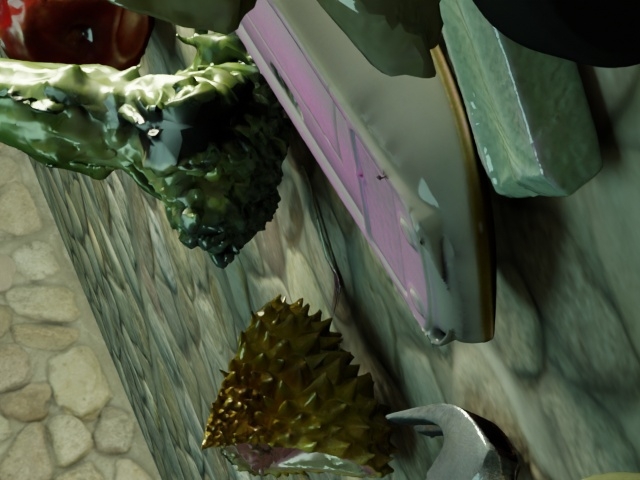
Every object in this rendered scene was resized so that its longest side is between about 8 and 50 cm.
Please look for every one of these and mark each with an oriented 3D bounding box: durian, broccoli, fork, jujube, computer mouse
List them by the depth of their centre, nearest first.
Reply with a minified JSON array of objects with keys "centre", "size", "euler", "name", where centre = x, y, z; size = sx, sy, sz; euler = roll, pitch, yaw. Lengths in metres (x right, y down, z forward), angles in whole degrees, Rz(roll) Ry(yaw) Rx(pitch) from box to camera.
[{"centre":[0.020,-0.085,0.883],"size":[0.310,0.072,0.158],"euler":[58,169,33],"name":"computer mouse"},{"centre":[-0.167,-0.085,1.214],"size":[0.165,0.304,0.145],"euler":[-48,-31,-60],"name":"broccoli"},{"centre":[-0.023,0.122,1.229],"size":[0.182,0.132,0.165],"euler":[57,-175,-43],"name":"durian"},{"centre":[0.001,0.000,1.234],"size":[0.016,0.012,0.115],"euler":[-167,63,-70],"name":"fork"},{"centre":[-0.238,-0.225,1.580],"size":[0.230,0.155,0.155],"euler":[-134,28,-64],"name":"jujube"}]

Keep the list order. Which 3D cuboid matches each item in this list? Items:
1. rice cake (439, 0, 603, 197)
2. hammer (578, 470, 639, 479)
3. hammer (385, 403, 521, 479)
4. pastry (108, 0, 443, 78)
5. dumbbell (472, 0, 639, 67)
[{"centre":[0.065,-0.125,0.723],"size":[0.080,0.042,0.221],"euler":[-170,60,-80],"name":"rice cake"},{"centre":[0.181,0.246,0.668],"size":[0.305,0.113,0.202],"euler":[50,159,43],"name":"hammer"},{"centre":[0.018,0.217,1.018],"size":[0.290,0.037,0.137],"euler":[-52,30,21],"name":"hammer"},{"centre":[-0.036,-0.210,0.444],"size":[0.136,0.330,0.329],"euler":[98,150,-65],"name":"pastry"},{"centre":[0.049,-0.124,0.583],"size":[0.191,0.100,0.100],"euler":[26,135,54],"name":"dumbbell"}]
